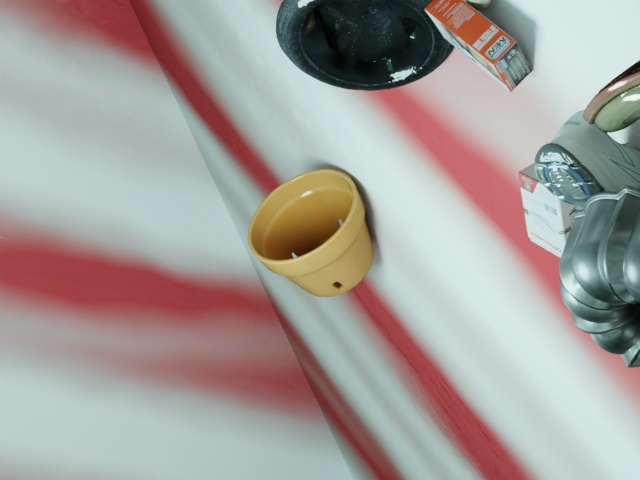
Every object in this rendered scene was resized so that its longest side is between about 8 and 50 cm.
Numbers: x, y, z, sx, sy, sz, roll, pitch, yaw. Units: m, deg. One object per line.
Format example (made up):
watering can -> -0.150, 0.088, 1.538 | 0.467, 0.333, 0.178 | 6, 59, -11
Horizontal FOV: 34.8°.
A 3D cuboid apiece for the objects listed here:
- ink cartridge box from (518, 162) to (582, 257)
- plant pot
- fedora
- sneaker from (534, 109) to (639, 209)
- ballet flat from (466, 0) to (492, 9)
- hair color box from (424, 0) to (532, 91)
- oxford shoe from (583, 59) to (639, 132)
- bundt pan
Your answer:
ink cartridge box -> 0.381, -0.051, 1.661 | 0.099, 0.056, 0.135 | 38, 151, 50
plant pot -> 0.000, 0.000, 2.463 | 0.291, 0.291, 0.203 | 38, 168, 50
fedora -> 0.079, -0.397, 1.733 | 0.334, 0.334, 0.152 | 107, 166, -66
sneaker -> 0.431, -0.062, 1.435 | 0.297, 0.129, 0.111 | 46, 153, -22
ballet flat -> 0.187, -0.460, 1.477 | 0.107, 0.106, 0.316 | 43, 155, 43
hair color box -> 0.244, -0.311, 1.584 | 0.167, 0.053, 0.093 | 47, -175, 34
oxford shoe -> 0.438, -0.174, 1.224 | 0.130, 0.123, 0.348 | 55, 163, -1
bundt pan -> 0.460, 0.082, 1.352 | 0.331, 0.124, 0.331 | 29, 156, 15
